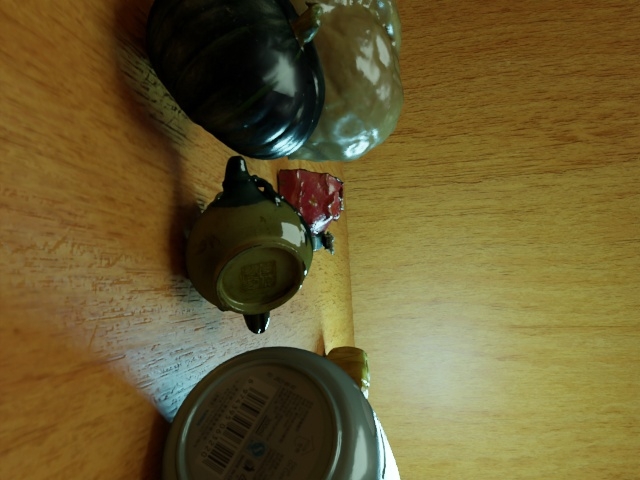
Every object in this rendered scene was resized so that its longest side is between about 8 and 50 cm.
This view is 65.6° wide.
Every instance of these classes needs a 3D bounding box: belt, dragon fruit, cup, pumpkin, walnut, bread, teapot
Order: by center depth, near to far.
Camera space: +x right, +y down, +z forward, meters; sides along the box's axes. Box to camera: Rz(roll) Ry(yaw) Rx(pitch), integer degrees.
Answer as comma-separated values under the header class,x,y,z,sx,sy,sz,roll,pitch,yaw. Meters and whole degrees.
class,x,y,z,sx,sy,sz,roll,pitch,yaw
cup,-0.013,0.313,0.583,0.356,0.259,0.274,45,-16,39
pumpkin,-0.088,-0.218,0.608,0.250,0.216,0.250,48,27,-34
teapot,-0.106,0.011,0.703,0.182,0.173,0.269,-121,-155,-47
walnut,-0.013,-0.328,0.942,0.383,0.384,0.383,-4,90,-82
dragon fruit,-0.028,-0.083,1.343,0.189,0.163,0.261,-63,164,-13
belt,0.000,-0.005,1.595,0.179,0.100,0.065,-69,158,-77
bread,0.089,0.472,1.715,0.294,0.167,0.132,-64,149,-73
